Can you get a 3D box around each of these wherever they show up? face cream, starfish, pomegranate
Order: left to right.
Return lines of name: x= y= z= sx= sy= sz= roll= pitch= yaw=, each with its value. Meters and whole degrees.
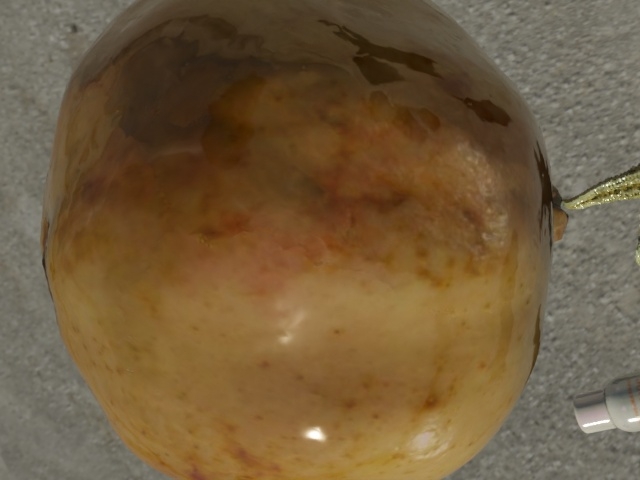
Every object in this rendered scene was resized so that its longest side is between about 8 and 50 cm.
pomegranate: x=0.000 y=0.000 z=0.700 sx=0.412 sy=0.411 sz=0.411 roll=20 pitch=121 yaw=37
starfish: x=0.317 y=-0.051 z=0.888 sx=0.176 sy=0.053 sz=0.208 roll=-7 pitch=127 yaw=13
face cream: x=0.471 y=0.203 z=1.255 sx=0.269 sy=0.082 sz=0.082 roll=-20 pitch=95 yaw=25
